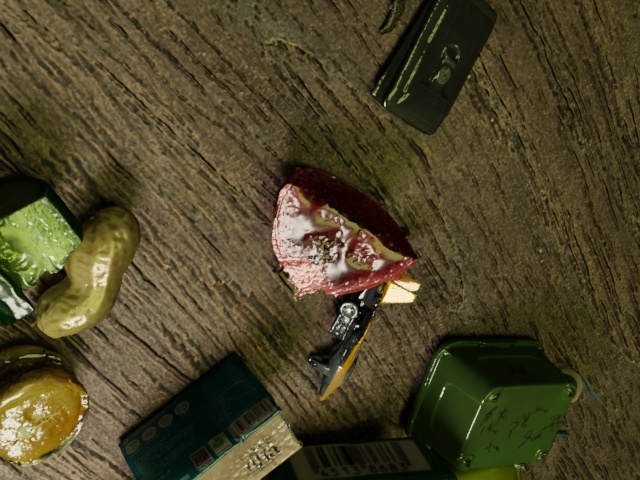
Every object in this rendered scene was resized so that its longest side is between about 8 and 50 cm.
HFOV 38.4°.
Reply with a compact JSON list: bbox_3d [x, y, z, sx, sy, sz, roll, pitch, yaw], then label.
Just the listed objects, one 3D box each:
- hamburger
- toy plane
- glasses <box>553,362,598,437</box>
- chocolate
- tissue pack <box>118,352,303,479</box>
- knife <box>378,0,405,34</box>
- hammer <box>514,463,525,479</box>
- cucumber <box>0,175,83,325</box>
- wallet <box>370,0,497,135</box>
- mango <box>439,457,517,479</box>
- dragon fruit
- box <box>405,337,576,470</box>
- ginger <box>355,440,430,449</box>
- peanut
[{"bbox_3d":[-0.448,0.252,1.425,0.185,0.113,0.177,27,94,-47],"label":"hamburger"},{"bbox_3d":[0.055,0.168,1.694,0.103,0.204,0.316,36,115,-1],"label":"toy plane"},{"bbox_3d":[0.589,0.405,2.170,0.220,0.088,0.190,26,100,-39],"label":"glasses"},{"bbox_3d":[0.050,0.558,1.821,0.360,0.161,0.341,0,122,-19],"label":"chocolate"},{"bbox_3d":[-0.190,0.354,1.583,0.270,0.192,0.134,-36,127,-9],"label":"tissue pack"},{"bbox_3d":[0.125,-0.433,1.448,0.045,0.021,0.222,-8,120,-25],"label":"knife"},{"bbox_3d":[0.472,0.619,2.222,0.201,0.113,0.306,-22,117,-24],"label":"hammer"},{"bbox_3d":[-0.431,0.009,1.259,0.191,0.191,0.130,-36,131,-10],"label":"cucumber"},{"bbox_3d":[0.201,-0.309,1.552,0.168,0.052,0.245,24,99,-42],"label":"wallet"},{"bbox_3d":[0.320,0.534,2.002,0.273,0.185,0.149,1,76,-50],"label":"mango"},{"bbox_3d":[0.000,0.000,1.558,0.262,0.134,0.211,34,109,-20],"label":"dragon fruit"},{"bbox_3d":[0.366,0.352,1.942,0.328,0.178,0.253,4,115,-34],"label":"box"},{"bbox_3d":[0.112,0.488,1.937,0.258,0.065,0.149,6,115,-36],"label":"ginger"},{"bbox_3d":[-0.345,0.051,1.379,0.103,0.098,0.229,28,101,3],"label":"peanut"}]
